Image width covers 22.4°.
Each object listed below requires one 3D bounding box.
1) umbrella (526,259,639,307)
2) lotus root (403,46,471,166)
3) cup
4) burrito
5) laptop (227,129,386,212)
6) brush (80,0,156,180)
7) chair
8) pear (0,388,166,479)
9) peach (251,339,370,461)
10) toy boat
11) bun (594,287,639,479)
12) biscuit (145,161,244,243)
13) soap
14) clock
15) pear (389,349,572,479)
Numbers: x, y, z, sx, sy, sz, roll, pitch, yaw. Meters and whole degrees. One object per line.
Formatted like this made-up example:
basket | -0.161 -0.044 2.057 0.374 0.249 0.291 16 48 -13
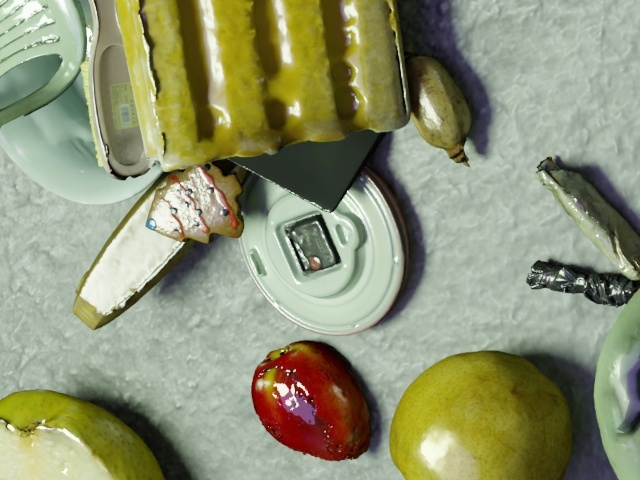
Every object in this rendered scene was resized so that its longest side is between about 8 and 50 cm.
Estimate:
umbrella | 0.296 0.049 1.776 0.144 0.040 0.037 11 104 30
lotus root | 0.131 -0.148 1.802 0.152 0.063 0.072 63 164 -4
cup | -0.254 -0.231 1.976 0.347 0.163 0.347 13 114 30
burrito | 0.296 -0.025 1.741 0.171 0.051 0.042 50 128 8
laptop | -0.029 -0.125 1.905 0.197 0.016 0.135 29 82 24
brush | -0.251 -0.223 1.837 0.067 0.072 0.313 8 111 47
chair | -0.430 -0.214 1.902 0.275 0.190 0.203 -21 99 45
pear | -0.334 0.375 2.232 0.340 0.191 0.386 9 116 22
peach | -0.015 0.207 2.014 0.172 0.092 0.127 52 124 11
toy boat | -0.198 -0.015 2.022 0.089 0.121 0.321 40 103 -1
bun | 0.413 0.143 1.649 0.283 0.179 0.283 1 101 4
biscuit | -0.153 -0.042 1.940 0.130 0.019 0.119 -27 90 13
soap | -0.071 -0.263 1.754 0.156 0.293 0.335 -158 56 -69
clock | -0.001 0.000 1.953 0.244 0.056 0.244 12 112 30
pear | 0.183 0.221 1.819 0.209 0.209 0.209 12 113 31
